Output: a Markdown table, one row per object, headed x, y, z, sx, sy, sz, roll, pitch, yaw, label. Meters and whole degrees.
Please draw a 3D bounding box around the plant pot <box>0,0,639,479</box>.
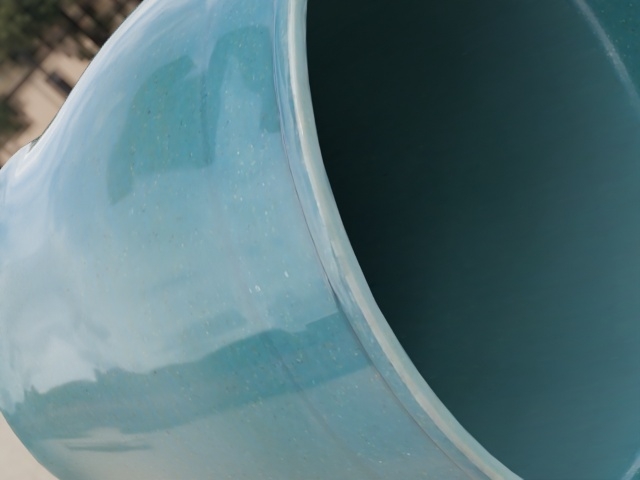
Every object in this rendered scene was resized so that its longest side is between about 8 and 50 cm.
| x | y | z | sx | sy | sz | roll | pitch | yaw | label |
| --- | --- | --- | --- | --- | --- | --- | --- | --- | --- |
| 0.000 | 0.000 | 0.718 | 0.255 | 0.272 | 0.271 | -20 | 24 | 42 | plant pot |
